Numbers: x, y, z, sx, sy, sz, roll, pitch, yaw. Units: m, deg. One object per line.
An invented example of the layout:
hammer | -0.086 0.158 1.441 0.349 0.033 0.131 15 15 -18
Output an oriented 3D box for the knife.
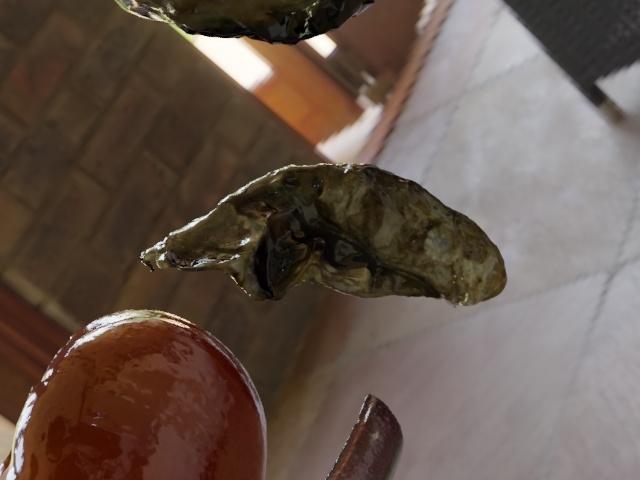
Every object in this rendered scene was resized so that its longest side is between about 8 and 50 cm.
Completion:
knife | -0.028 0.165 0.725 0.278 0.053 0.123 -40 -27 -48

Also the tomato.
tomato | -0.137 0.175 1.074 0.260 0.180 0.259 -157 90 -84

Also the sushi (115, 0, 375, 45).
sushi | -0.089 -0.231 0.596 0.211 0.350 0.171 -43 10 26

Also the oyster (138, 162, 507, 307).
oyster | 0.004 0.000 1.212 0.166 0.294 0.094 43 124 36
